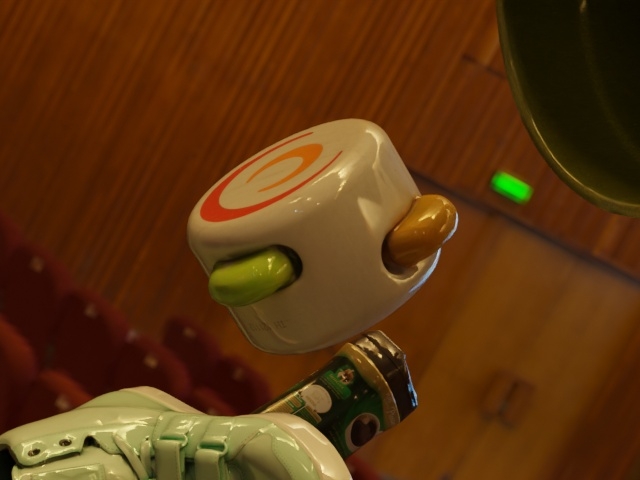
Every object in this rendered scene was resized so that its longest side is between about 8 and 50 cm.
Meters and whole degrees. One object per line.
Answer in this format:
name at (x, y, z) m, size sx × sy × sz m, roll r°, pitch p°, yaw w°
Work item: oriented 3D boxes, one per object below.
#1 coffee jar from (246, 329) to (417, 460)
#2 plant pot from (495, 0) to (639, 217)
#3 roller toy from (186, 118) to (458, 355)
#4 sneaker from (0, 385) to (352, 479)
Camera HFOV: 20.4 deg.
coffee jar at (0.006, 0.167, 1.688) m, size 0.079 × 0.184 × 0.096 m, roll 45°, pitch -18°, yaw 36°
plant pot at (0.372, -0.200, 1.287) m, size 0.353 × 0.366 × 0.366 m, roll -1°, pitch 21°, yaw -28°
roller toy at (0.000, 0.000, 1.507) m, size 0.146 × 0.209 × 0.191 m, roll 60°, pitch -5°, yaw -20°
sneaker at (-0.101, 0.159, 1.089) m, size 0.151 × 0.094 × 0.256 m, roll -16°, pitch 16°, yaw -40°
